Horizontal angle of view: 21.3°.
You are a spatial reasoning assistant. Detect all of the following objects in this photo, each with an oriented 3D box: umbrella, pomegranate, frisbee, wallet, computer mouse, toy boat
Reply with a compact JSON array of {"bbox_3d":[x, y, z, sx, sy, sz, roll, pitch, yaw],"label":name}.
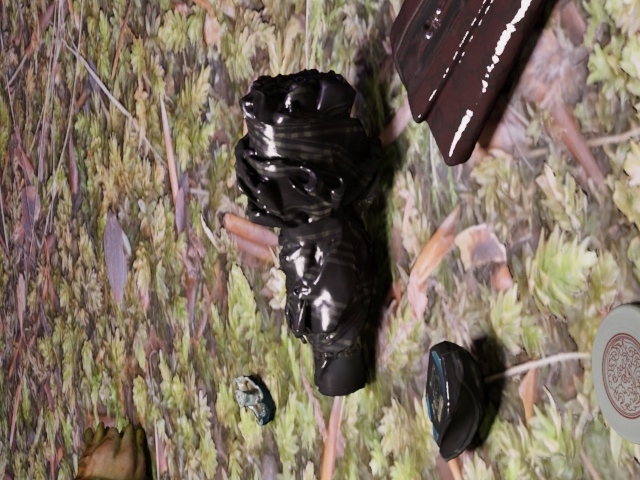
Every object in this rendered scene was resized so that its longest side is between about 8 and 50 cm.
[{"bbox_3d":[-0.009,0.001,1.672,0.128,0.154,0.337,11,105,50],"label":"umbrella"},{"bbox_3d":[-0.295,0.397,2.344,0.222,0.276,0.204,-21,113,44],"label":"pomegranate"},{"bbox_3d":[0.241,0.103,1.310,0.110,0.014,0.110,176,90,-65],"label":"frisbee"},{"bbox_3d":[0.128,-0.204,1.474,0.229,0.049,0.182,114,146,-43],"label":"wallet"},{"bbox_3d":[0.124,0.144,1.531,0.135,0.047,0.079,96,168,-46],"label":"computer mouse"},{"bbox_3d":[-0.081,0.185,1.990,0.083,0.038,0.038,53,139,49],"label":"toy boat"}]
